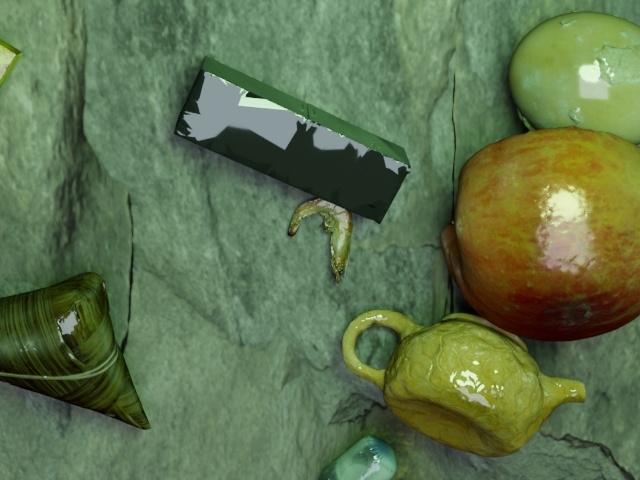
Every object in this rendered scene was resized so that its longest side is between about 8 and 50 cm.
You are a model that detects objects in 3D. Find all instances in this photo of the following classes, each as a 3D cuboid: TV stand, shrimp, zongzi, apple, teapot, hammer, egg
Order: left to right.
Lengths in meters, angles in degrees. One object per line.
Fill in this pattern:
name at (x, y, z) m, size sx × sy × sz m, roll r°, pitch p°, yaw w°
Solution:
zongzi at (-0.364, 0.173, 1.379) m, size 0.247 × 0.111 × 0.241 m, roll -11°, pitch 118°, yaw 7°
TV stand at (-0.032, -0.118, 1.289) m, size 0.269 × 0.083 × 0.088 m, roll 23°, pitch 107°, yaw -12°
shrimp at (0.000, 0.000, 1.367) m, size 0.083 × 0.023 × 0.114 m, roll -2°, pitch 106°, yaw 1°
hammer at (0.093, 0.355, 1.488) m, size 0.116 × 0.069 × 0.194 m, roll -43°, pitch 112°, yaw 12°
teapot at (0.180, 0.159, 1.371) m, size 0.311 × 0.167 × 0.203 m, roll 19°, pitch 155°, yaw 15°
apple at (0.266, 0.025, 1.248) m, size 0.251 × 0.163 × 0.293 m, roll -2°, pitch 141°, yaw 6°
egg at (0.313, -0.178, 1.240) m, size 0.201 × 0.164 × 0.164 m, roll 12°, pitch 110°, yaw -9°

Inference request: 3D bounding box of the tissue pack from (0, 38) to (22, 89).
tissue pack at (-0.443, -0.220, 1.234) m, size 0.176 × 0.062 × 0.095 m, roll 32°, pitch 97°, yaw -14°
